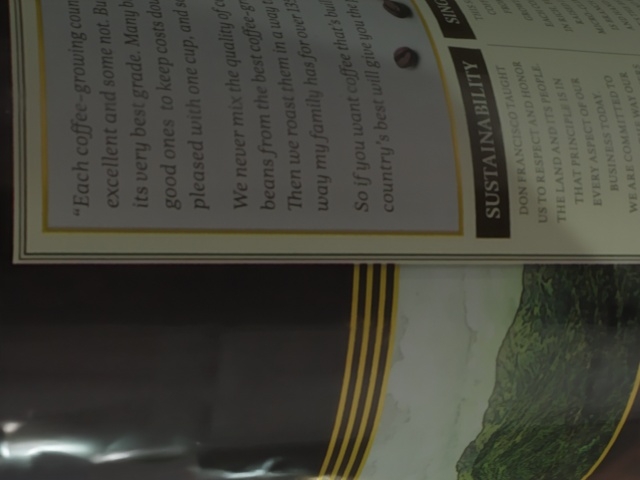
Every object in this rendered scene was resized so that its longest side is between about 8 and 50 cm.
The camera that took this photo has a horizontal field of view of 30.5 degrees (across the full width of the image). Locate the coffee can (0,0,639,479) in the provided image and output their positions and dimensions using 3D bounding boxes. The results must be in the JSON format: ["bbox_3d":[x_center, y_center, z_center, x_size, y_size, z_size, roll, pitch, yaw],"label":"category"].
[{"bbox_3d":[0.000,0.000,0.423,0.201,0.275,0.202,180,90,-71],"label":"coffee can"}]
